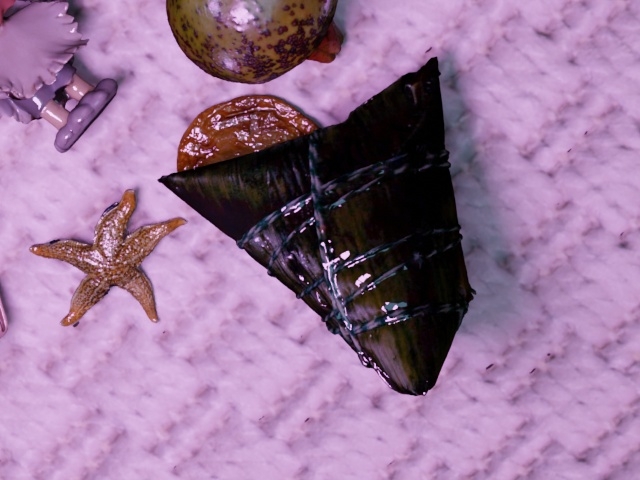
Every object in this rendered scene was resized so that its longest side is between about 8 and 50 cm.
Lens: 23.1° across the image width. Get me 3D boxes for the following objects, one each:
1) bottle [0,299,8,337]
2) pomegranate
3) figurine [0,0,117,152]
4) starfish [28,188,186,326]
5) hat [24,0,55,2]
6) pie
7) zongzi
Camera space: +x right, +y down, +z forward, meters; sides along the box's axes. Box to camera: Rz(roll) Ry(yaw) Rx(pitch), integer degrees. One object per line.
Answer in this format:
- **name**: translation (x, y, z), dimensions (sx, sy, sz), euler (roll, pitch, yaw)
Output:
- **bottle**: translation (-0.540, 0.067, 1.927), dimensions (0.297, 0.173, 0.206), euler (42, 67, -12)
- **pomegranate**: translation (-0.058, -0.272, 1.841), dimensions (0.214, 0.214, 0.248), euler (-49, 139, 11)
- **figurine**: translation (-0.416, -0.264, 1.842), dimensions (0.387, 0.166, 0.207), euler (39, 68, -10)
- **starfish**: translation (-0.258, 0.037, 1.987), dimensions (0.208, 0.053, 0.176), euler (-36, 114, 15)
- **hat**: translation (-0.340, -0.408, 1.795), dimensions (0.266, 0.128, 0.265), euler (-14, 112, -37)
- **pie**: translation (-0.097, -0.133, 1.944), dimensions (0.191, 0.033, 0.088), euler (-19, 94, -4)
- **zongzi**: translation (0.000, 0.000, 1.892), dimensions (0.362, 0.319, 0.383), euler (-11, 89, 4)
